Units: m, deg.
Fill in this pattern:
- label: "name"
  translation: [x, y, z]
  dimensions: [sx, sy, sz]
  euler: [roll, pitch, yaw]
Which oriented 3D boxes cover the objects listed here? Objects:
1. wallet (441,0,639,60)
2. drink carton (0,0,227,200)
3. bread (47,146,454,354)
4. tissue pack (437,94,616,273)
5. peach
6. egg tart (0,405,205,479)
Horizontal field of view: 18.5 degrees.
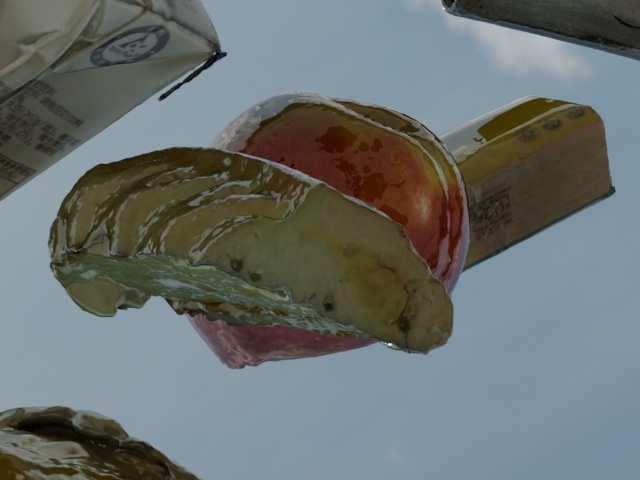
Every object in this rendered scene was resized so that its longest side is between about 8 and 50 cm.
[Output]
- label: "wallet"
  translation: [0.262, -0.246, 1.818]
  dimensions: [0.379, 0.046, 0.190]
  euler: [11, -127, -28]
- label: "drink carton"
  translation: [-0.242, -0.106, 1.060]
  dimensions: [0.194, 0.324, 0.132]
  euler: [64, -162, 18]
- label: "bread"
  translation: [-0.040, 0.001, 0.897]
  dimensions: [0.128, 0.232, 0.088]
  euler: [16, -97, -28]
- label: "tissue pack"
  translation: [0.134, -0.048, 1.571]
  dimensions: [0.169, 0.120, 0.082]
  euler: [-26, -68, -22]
- label: "peach"
  translation: [0.000, 0.000, 1.292]
  dimensions: [0.190, 0.192, 0.190]
  euler: [21, -159, -8]
- label: "egg tart"
  translation: [-0.215, 0.247, 1.121]
  dimensions: [0.388, 0.169, 0.388]
  euler: [-9, -128, 12]
